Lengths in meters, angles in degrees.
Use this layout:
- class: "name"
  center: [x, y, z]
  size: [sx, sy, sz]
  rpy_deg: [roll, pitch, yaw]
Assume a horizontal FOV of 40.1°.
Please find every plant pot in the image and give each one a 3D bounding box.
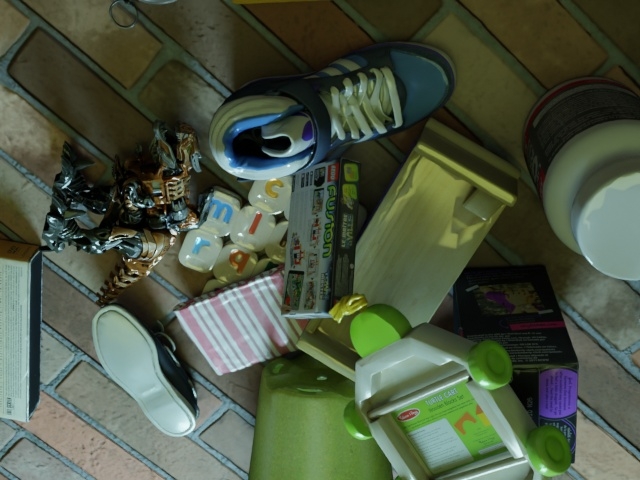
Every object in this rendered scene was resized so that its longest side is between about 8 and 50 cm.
- class: "plant pot"
  center: [-0.001, 0.315, 1.339]
  size: [0.276, 0.276, 0.253]
  rpy_deg: [1, 103, 4]

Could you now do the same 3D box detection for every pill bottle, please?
- class: "pill bottle"
  center: [0.353, -0.080, 1.075]
  size: [0.177, 0.318, 0.176]
  rpy_deg: [2, 114, 4]

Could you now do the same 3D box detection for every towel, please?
- class: "towel"
  center: [-0.109, 0.124, 1.348]
  size: [0.197, 0.029, 0.144]
  rpy_deg: [-21, 116, 15]

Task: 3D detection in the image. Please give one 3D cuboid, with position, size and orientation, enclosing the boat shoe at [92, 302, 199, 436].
- class: "boat shoe"
  center: [-0.268, 0.193, 1.381]
  size: [0.095, 0.079, 0.254]
  rpy_deg: [-28, 112, 14]

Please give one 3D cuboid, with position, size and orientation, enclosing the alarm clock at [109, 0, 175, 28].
- class: "alarm clock"
  center: [-0.220, -0.356, 1.133]
  size: [0.129, 0.064, 0.192]
  rpy_deg: [31, 117, -10]

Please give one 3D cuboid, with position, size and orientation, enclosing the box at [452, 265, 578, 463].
- class: "box"
  center: [0.261, 0.166, 1.222]
  size: [0.144, 0.270, 0.165]
  rpy_deg: [-2, 114, 6]

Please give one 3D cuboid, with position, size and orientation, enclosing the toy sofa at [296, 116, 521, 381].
- class: "toy sofa"
  center: [0.122, 0.020, 1.228]
  size: [0.150, 0.177, 0.362]
  rpy_deg: [30, 114, 1]

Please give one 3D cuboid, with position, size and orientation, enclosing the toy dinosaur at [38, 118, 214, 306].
- class: "toy dinosaur"
  center: [-0.275, -0.029, 1.246]
  size: [0.219, 0.164, 0.321]
  rpy_deg: [14, 103, -19]

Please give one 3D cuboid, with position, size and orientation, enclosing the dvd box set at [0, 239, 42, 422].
- class: "dvd box set"
  center: [-0.655, 0.119, 1.385]
  size: [0.421, 0.062, 0.307]
  rpy_deg: [9, 116, 0]

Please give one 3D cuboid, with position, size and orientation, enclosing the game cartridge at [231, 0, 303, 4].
- class: "game cartridge"
  center: [0.015, -0.461, 1.075]
  size: [0.286, 0.052, 0.323]
  rpy_deg: [-1, 117, 5]

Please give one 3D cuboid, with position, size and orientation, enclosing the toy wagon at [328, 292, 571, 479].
- class: "toy wagon"
  center: [0.139, 0.202, 1.087]
  size: [0.267, 0.068, 0.344]
  rpy_deg: [-36, 87, 46]

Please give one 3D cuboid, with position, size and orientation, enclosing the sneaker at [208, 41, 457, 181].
- class: "sneaker"
  center: [0.018, -0.153, 1.110]
  size: [0.323, 0.236, 0.130]
  rpy_deg: [-8, 114, 8]

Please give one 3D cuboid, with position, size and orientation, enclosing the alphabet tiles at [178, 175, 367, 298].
- class: "alphabet tiles"
  center: [-0.062, 0.029, 1.321]
  size: [0.284, 0.021, 0.277]
  rpy_deg: [23, 117, -7]

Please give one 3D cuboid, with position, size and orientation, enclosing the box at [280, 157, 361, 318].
- class: "box"
  center: [0.000, 0.000, 1.179]
  size: [0.036, 0.114, 0.206]
  rpy_deg: [12, 78, -36]

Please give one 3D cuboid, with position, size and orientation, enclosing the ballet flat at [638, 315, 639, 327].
- class: "ballet flat"
  center: [0.583, 0.149, 1.299]
  size: [0.241, 0.091, 0.077]
  rpy_deg: [30, 91, -13]
